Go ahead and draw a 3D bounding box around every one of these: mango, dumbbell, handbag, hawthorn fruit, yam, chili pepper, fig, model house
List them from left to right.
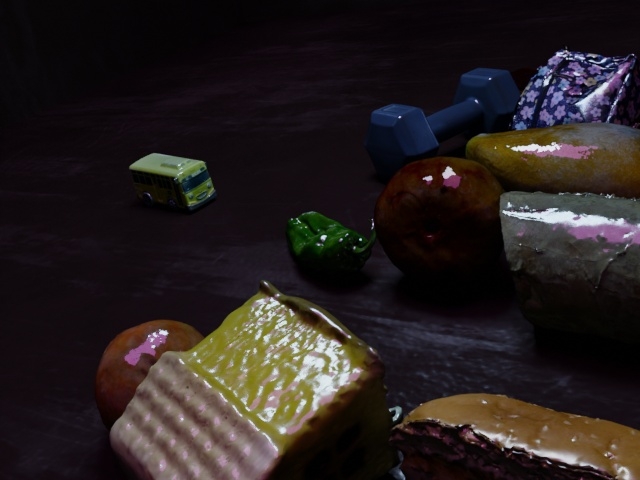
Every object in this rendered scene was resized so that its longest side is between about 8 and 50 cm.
[{"bbox_3d":[-0.203,0.172,0.808,0.189,0.149,0.149,-25,18,29],"label":"hawthorn fruit"},{"bbox_3d":[-0.070,0.181,0.658,0.234,0.175,0.193,-30,41,-33],"label":"model house"},{"bbox_3d":[0.005,0.001,1.107,0.100,0.074,0.257,-40,28,-14],"label":"chili pepper"},{"bbox_3d":[0.246,-0.228,1.385,0.324,0.160,0.144,-27,61,-28],"label":"dumbbell"},{"bbox_3d":[0.211,-0.017,1.010,0.290,0.191,0.190,15,2,-45],"label":"fig"},{"bbox_3d":[0.370,-0.106,1.035,0.316,0.146,0.193,15,21,12],"label":"mango"},{"bbox_3d":[0.458,-0.232,1.271,0.207,0.126,0.229,22,85,50],"label":"handbag"},{"bbox_3d":[0.344,0.032,0.801,0.304,0.168,0.168,7,32,35],"label":"yam"}]

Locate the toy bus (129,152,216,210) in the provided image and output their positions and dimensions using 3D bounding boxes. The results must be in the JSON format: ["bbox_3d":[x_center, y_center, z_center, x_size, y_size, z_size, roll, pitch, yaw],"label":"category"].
[{"bbox_3d":[-0.309,-0.124,1.469,0.175,0.101,0.088,12,35,38],"label":"toy bus"}]

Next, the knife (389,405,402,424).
[{"bbox_3d":[-0.007,0.217,0.761,0.207,0.014,0.030,-16,27,-10],"label":"knife"}]

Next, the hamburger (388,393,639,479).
[{"bbox_3d":[0.193,0.194,0.592,0.262,0.124,0.131,13,35,39],"label":"hamburger"}]

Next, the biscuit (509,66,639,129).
[{"bbox_3d":[0.512,-0.294,1.476,0.107,0.073,0.388,-22,28,-16],"label":"biscuit"}]
